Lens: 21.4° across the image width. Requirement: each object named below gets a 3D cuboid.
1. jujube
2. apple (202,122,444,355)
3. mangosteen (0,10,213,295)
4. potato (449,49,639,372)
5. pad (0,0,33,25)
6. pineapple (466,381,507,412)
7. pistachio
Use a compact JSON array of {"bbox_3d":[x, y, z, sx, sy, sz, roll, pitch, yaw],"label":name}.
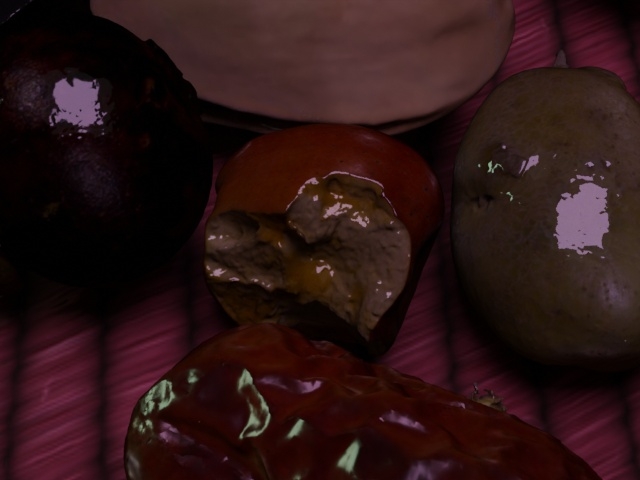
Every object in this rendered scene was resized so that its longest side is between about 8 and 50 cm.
[{"bbox_3d":[0.031,0.174,1.049,0.342,0.216,0.216,29,56,29],"label":"jujube"},{"bbox_3d":[-0.001,-0.006,1.186,0.158,0.156,0.147,21,50,9],"label":"apple"},{"bbox_3d":[-0.174,-0.056,1.175,0.210,0.210,0.210,4,56,-5],"label":"mangosteen"},{"bbox_3d":[0.182,-0.025,1.227,0.174,0.159,0.251,10,64,-33],"label":"potato"},{"bbox_3d":[-0.277,-0.194,1.281,0.247,0.007,0.367,11,46,44],"label":"pad"},{"bbox_3d":[0.095,0.133,1.159,0.114,0.077,0.114,38,46,12],"label":"pineapple"},{"bbox_3d":[-0.014,-0.170,1.273,0.318,0.193,0.214,-4,63,3],"label":"pistachio"}]
